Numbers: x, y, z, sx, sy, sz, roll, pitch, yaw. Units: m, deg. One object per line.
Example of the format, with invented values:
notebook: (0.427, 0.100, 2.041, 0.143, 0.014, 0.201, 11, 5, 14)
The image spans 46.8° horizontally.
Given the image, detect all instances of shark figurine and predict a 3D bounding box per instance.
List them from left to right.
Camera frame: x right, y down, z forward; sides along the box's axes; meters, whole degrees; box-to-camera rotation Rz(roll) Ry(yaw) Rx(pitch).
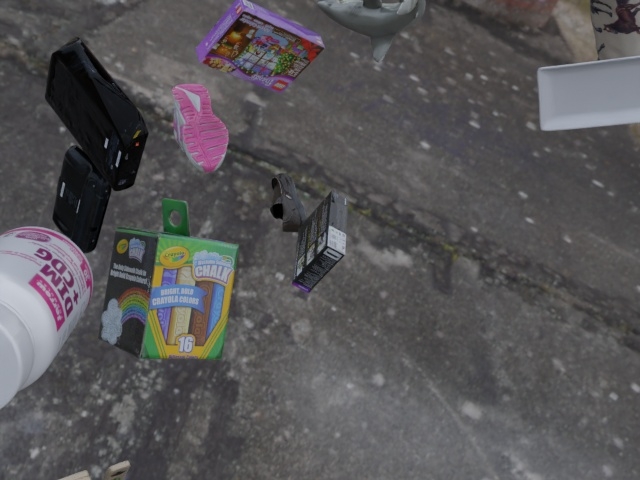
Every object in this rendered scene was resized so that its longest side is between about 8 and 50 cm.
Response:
shark figurine: (0.116, -0.361, 1.241, 0.166, 0.116, 0.278, 18, -1, -28)

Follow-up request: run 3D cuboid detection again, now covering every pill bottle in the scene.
pill bottle: (-0.393, 0.093, 0.918, 0.160, 0.160, 0.283, 21, 14, -10)

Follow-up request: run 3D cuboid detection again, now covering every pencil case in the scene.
pencil case: (0.623, -0.489, 1.505, 0.160, 0.410, 0.183, -30, 38, -11)

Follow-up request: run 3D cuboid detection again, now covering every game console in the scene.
game console: (-0.380, -0.125, 1.186, 0.044, 0.361, 0.213, -23, 66, -41)

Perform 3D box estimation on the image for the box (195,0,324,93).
box: (-0.159, -0.517, 1.993, 0.293, 0.201, 0.057, 11, 50, -44)

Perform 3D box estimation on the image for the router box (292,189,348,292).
router box: (0.000, 0.000, 1.512, 0.046, 0.133, 0.179, 28, 38, -19)

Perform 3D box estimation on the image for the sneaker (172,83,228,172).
sneaker: (-0.275, -0.239, 1.680, 0.103, 0.111, 0.252, -6, 52, -18)

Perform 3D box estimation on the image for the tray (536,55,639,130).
tray: (0.551, -0.284, 1.394, 0.270, 0.145, 0.030, -3, 43, 17)

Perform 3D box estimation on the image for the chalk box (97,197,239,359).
chalk box: (-0.283, 0.068, 1.404, 0.179, 0.289, 0.180, 11, -1, -42)

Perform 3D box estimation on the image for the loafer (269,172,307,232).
loafer: (-0.097, -0.100, 1.921, 0.078, 0.080, 0.220, -13, 40, -13)

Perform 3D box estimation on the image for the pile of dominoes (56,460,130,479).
pile of dominoes: (-0.354, 0.375, 0.950, 0.196, 0.251, 0.040, -11, 58, -38)
